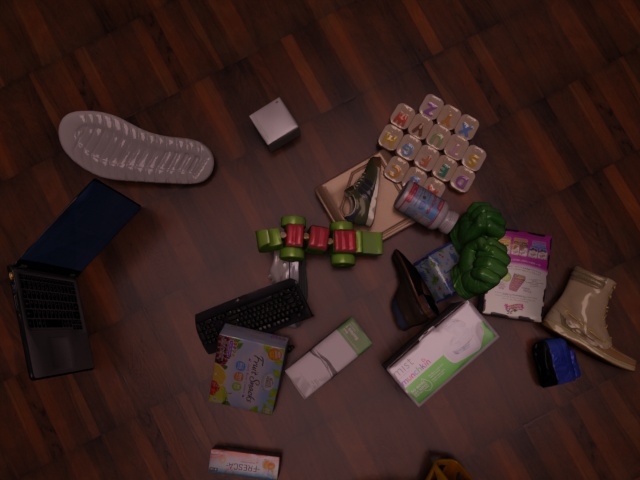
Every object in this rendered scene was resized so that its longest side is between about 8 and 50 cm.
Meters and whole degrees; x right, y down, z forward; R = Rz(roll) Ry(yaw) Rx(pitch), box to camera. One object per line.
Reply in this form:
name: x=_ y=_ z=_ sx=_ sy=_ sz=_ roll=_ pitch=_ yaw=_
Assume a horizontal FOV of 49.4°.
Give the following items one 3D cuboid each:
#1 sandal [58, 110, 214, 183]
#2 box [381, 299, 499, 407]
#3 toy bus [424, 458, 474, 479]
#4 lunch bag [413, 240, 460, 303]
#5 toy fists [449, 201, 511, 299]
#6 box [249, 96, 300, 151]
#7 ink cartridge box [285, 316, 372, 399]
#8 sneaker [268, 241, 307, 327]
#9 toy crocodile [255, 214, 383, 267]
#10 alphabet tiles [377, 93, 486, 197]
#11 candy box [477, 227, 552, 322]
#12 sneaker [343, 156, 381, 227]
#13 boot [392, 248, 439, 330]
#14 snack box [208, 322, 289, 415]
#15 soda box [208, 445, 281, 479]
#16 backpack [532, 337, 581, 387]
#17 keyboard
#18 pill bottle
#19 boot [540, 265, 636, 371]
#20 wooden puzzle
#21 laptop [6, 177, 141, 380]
sandal: x=-0.501 y=-0.238 z=1.904 sx=0.416 sy=0.102 sz=0.169 roll=16 pitch=99 yaw=-10
box: x=0.292 y=0.277 z=1.752 sx=0.262 sy=0.231 sz=0.126 roll=-40 pitch=84 yaw=-4
toy bus: x=0.301 y=0.651 z=1.769 sx=0.202 sy=0.104 sz=0.191 roll=-31 pitch=128 yaw=-8
lunch bag: x=0.343 y=0.076 z=1.845 sx=0.151 sy=0.096 sz=0.128 roll=-26 pitch=83 yaw=-31
toy fists: x=0.402 y=0.014 z=1.765 sx=0.096 sy=0.279 sz=0.142 roll=37 pitch=129 yaw=-26
box: x=-0.123 y=-0.315 z=1.903 sx=0.102 sy=0.087 sz=0.101 roll=-32 pitch=83 yaw=-3
ink cartridge box: x=0.022 y=0.299 z=1.790 sx=0.219 sy=0.160 sz=0.092 roll=-38 pitch=83 yaw=-4
sneaker: x=-0.090 y=0.106 z=1.862 sx=0.091 sy=0.094 sz=0.258 roll=-4 pitch=78 yaw=19
toy crocodile: x=0.000 y=0.000 z=1.787 sx=0.341 sy=0.105 sz=0.115 roll=6 pitch=77 yaw=-11
alphabet tiles: x=0.305 y=-0.253 z=1.903 sx=0.284 sy=0.021 sz=0.278 roll=31 pitch=79 yaw=1
candy box: x=0.514 y=0.092 z=1.848 sx=0.159 sy=0.071 sz=0.233 roll=10 pitch=83 yaw=2
sneaker: x=0.107 y=-0.134 z=1.845 sx=0.086 sy=0.064 sz=0.192 roll=8 pitch=84 yaw=-6
boot: x=0.217 y=0.132 z=1.842 sx=0.106 sy=0.082 sz=0.219 roll=-37 pitch=58 yaw=20
snack box: x=-0.185 y=0.333 z=1.796 sx=0.175 sy=0.070 sz=0.207 roll=14 pitch=113 yaw=2
soda box: x=-0.195 y=0.578 z=1.813 sx=0.183 sy=0.058 sz=0.062 roll=6 pitch=83 yaw=3
backpack: x=0.610 y=0.313 z=1.811 sx=0.101 sy=0.098 sz=0.120 roll=-9 pitch=74 yaw=-21
keyboard: x=-0.165 y=0.235 z=1.814 sx=0.317 sy=0.033 sz=0.201 roll=-22 pitch=102 yaw=18
pill bottle: x=0.280 y=-0.084 z=1.837 sx=0.160 sy=0.087 sz=0.087 roll=30 pitch=85 yaw=-4
boot: x=0.738 y=0.205 z=1.822 sx=0.262 sy=0.095 sz=0.203 roll=30 pitch=84 yaw=9
wooden puzzle: x=0.135 y=-0.103 z=1.899 sx=0.239 sy=0.044 sz=0.221 roll=-29 pitch=83 yaw=-7
laptop: x=-0.564 y=0.105 z=1.714 sx=0.236 sy=0.382 sz=0.407 roll=-14 pitch=83 yaw=0
